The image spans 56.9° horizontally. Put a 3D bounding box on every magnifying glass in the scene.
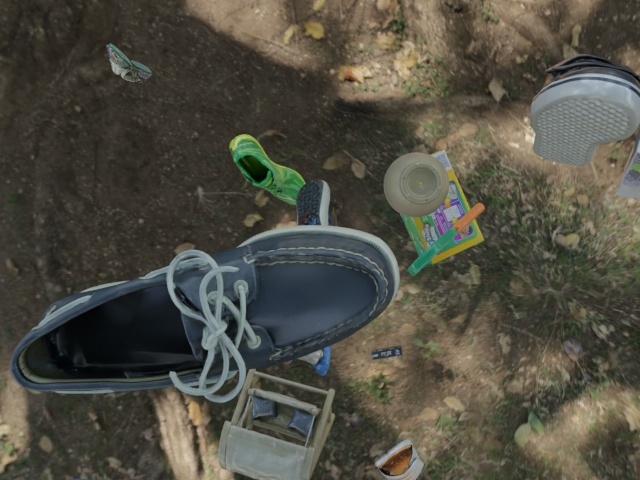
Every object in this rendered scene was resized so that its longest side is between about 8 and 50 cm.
[{"bbox_3d":[0.271,-0.004,1.266,0.026,0.092,0.231,44,69,10],"label":"magnifying glass"}]

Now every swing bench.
[{"bbox_3d":[-0.115,0.516,1.602,0.253,0.165,0.254,12,47,14],"label":"swing bench"}]

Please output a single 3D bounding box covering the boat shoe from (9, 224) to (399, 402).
[{"bbox_3d":[-0.076,0.050,0.380,0.255,0.079,0.095,-8,101,11],"label":"boat shoe"}]

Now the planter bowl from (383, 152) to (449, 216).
[{"bbox_3d":[0.237,-0.137,1.424,0.162,0.109,0.162,0,92,1],"label":"planter bowl"}]

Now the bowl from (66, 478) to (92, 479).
[{"bbox_3d":[-0.253,0.470,0.705,0.077,0.391,0.391,-30,74,-5],"label":"bowl"}]

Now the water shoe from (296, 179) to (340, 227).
[{"bbox_3d":[0.000,0.000,0.915,0.073,0.080,0.203,-12,53,32],"label":"water shoe"}]

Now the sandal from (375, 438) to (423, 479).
[{"bbox_3d":[0.210,0.560,1.449,0.102,0.265,0.076,-36,57,-3],"label":"sandal"}]

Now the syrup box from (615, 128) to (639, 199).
[{"bbox_3d":[0.315,-0.138,0.445,0.093,0.096,0.236,21,82,22],"label":"syrup box"}]

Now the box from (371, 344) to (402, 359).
[{"bbox_3d":[0.148,0.250,1.319,0.067,0.083,0.018,-11,82,5],"label":"box"}]

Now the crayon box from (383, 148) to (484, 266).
[{"bbox_3d":[0.308,-0.088,1.610,0.165,0.081,0.278,-23,90,-10],"label":"crayon box"}]

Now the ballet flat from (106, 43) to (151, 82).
[{"bbox_3d":[-0.339,-0.301,1.028,0.041,0.114,0.041,-2,83,18],"label":"ballet flat"}]

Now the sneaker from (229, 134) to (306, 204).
[{"bbox_3d":[-0.156,-0.184,1.743,0.109,0.295,0.123,-36,34,28],"label":"sneaker"}]

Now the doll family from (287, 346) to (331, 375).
[{"bbox_3d":[-0.088,0.083,0.717,0.163,0.263,0.118,15,77,-14],"label":"doll family"}]

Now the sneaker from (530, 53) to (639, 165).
[{"bbox_3d":[0.353,-0.194,0.792,0.126,0.321,0.127,19,91,12],"label":"sneaker"}]
